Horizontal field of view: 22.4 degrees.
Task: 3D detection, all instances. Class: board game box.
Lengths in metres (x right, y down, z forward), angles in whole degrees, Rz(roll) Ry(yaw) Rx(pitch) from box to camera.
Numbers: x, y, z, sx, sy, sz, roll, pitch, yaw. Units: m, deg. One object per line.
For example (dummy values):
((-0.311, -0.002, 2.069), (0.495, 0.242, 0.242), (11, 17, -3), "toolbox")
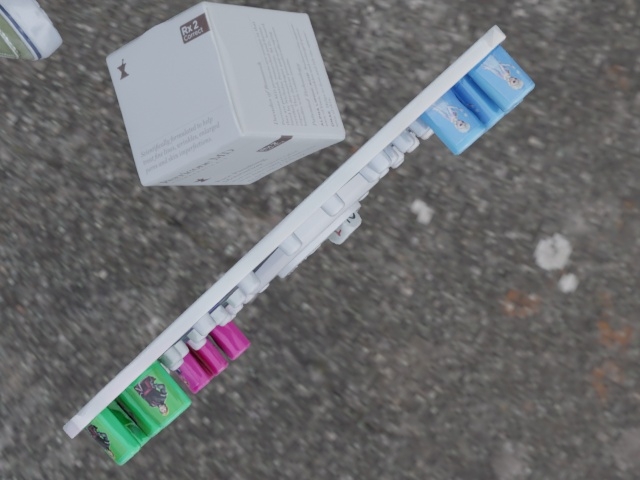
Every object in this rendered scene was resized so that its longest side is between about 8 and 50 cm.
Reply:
((0.000, 0.000, 1.235), (0.390, 0.390, 0.050), (-43, 90, 5), "board game box")

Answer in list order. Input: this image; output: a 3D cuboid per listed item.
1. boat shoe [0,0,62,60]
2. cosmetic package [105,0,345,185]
((-0.383, -0.242, 1.705), (0.094, 0.302, 0.109), (-45, 135, -16), "boat shoe")
((-0.100, -0.152, 1.721), (0.184, 0.151, 0.151), (-5, 74, -53), "cosmetic package")
